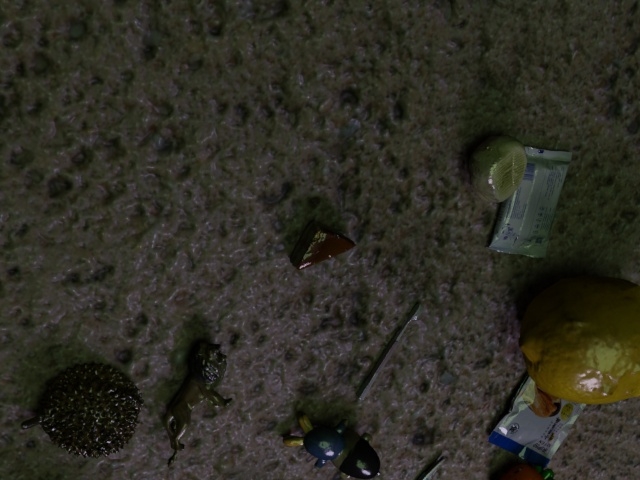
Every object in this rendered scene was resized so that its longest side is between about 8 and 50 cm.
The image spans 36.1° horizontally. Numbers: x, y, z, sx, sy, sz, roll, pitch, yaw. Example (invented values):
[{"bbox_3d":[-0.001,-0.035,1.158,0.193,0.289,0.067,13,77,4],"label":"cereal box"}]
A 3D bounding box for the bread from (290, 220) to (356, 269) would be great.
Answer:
[{"bbox_3d":[0.000,0.000,1.539,0.108,0.043,0.062,-20,119,-15],"label":"bread"}]

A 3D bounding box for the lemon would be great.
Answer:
[{"bbox_3d":[0.476,0.174,1.722,0.288,0.233,0.234,-3,111,-21],"label":"lemon"}]

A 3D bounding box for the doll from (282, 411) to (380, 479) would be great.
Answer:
[{"bbox_3d":[0.028,0.354,1.675,0.179,0.089,0.102,32,94,-8],"label":"doll"}]

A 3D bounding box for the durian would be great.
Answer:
[{"bbox_3d":[-0.346,0.267,1.456,0.188,0.091,0.149,-3,111,-22],"label":"durian"}]

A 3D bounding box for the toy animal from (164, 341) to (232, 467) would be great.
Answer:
[{"bbox_3d":[-0.191,0.260,1.543,0.086,0.069,0.220,22,95,-8],"label":"toy animal"}]

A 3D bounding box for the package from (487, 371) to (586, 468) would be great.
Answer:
[{"bbox_3d":[0.418,0.340,1.877,0.171,0.027,0.173,29,92,-31],"label":"package"}]

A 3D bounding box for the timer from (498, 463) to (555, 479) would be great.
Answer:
[{"bbox_3d":[0.401,0.485,1.885,0.136,0.099,0.136,-15,128,-20],"label":"timer"}]

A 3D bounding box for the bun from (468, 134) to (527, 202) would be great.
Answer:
[{"bbox_3d":[0.284,-0.120,1.609,0.115,0.069,0.115,-26,132,-34],"label":"bun"}]

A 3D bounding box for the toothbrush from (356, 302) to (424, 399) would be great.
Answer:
[{"bbox_3d":[0.119,0.190,1.686,0.017,0.014,0.194,32,94,-32],"label":"toothbrush"}]

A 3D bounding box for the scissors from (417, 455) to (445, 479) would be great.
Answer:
[{"bbox_3d":[0.190,0.445,1.820,0.119,0.014,0.058,-47,126,2],"label":"scissors"}]

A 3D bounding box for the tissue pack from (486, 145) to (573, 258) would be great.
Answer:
[{"bbox_3d":[0.362,-0.065,1.691,0.122,0.026,0.193,5,108,-26],"label":"tissue pack"}]
